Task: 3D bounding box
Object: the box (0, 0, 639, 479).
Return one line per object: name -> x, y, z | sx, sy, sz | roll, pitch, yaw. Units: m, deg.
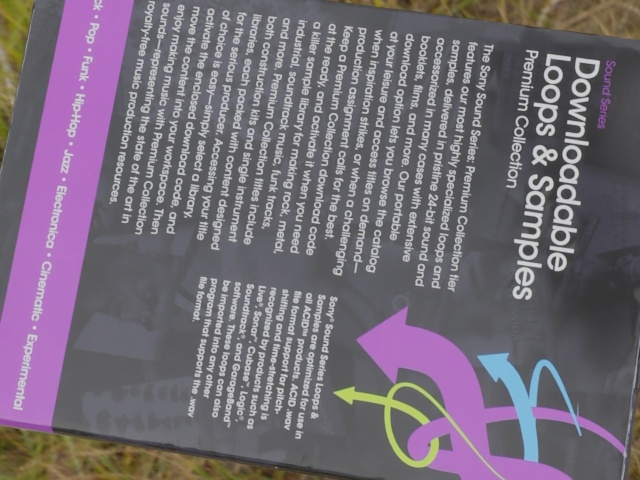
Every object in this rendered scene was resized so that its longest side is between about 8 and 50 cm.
box -> 0.000, 0.000, 0.340 | 0.162, 0.029, 0.116 | 9, 81, 8
